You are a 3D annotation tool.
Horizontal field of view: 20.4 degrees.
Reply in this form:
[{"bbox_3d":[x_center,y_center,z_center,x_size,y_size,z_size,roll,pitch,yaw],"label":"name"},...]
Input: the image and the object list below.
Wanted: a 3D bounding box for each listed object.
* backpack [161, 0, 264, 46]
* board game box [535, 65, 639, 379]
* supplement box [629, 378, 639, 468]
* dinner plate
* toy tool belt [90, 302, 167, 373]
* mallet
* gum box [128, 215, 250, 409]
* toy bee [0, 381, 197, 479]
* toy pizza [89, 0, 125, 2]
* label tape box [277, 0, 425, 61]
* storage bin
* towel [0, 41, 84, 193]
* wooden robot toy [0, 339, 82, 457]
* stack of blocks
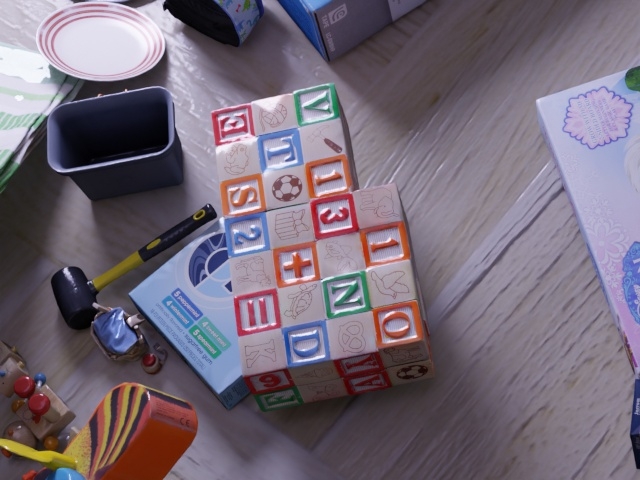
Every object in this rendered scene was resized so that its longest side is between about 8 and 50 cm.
[{"bbox_3d":[-0.114,-0.273,1.921,0.114,0.105,0.084,35,76,22],"label":"backpack"},{"bbox_3d":[0.403,-0.045,1.692,0.318,0.066,0.319,-19,59,4],"label":"board game box"},{"bbox_3d":[0.323,0.167,1.587,0.083,0.083,0.056,3,62,16],"label":"supplement box"},{"bbox_3d":[-0.241,-0.215,1.949,0.141,0.017,0.141,5,45,-5],"label":"dinner plate"},{"bbox_3d":[-0.194,0.097,1.771,0.052,0.051,0.083,-44,61,-11],"label":"toy tool belt"},{"bbox_3d":[-0.192,0.013,1.811,0.189,0.039,0.062,-38,56,1],"label":"mallet"},{"bbox_3d":[-0.073,0.052,1.771,0.184,0.041,0.157,-39,60,-10],"label":"gum box"},{"bbox_3d":[-0.233,0.234,1.647,0.298,0.195,0.162,-40,35,3],"label":"toy bee"},{"bbox_3d":[-0.228,-0.360,2.038,0.201,0.032,0.201,-6,61,11],"label":"toy pizza"},{"bbox_3d":[0.075,-0.380,1.932,0.333,0.106,0.241,-33,60,-6],"label":"label tape box"},{"bbox_3d":[-0.207,-0.099,1.857,0.135,0.091,0.098,-10,60,8],"label":"storage bin"},{"bbox_3d":[-0.407,-0.131,1.848,0.247,0.038,0.325,14,36,7],"label":"towel"},{"bbox_3d":[-0.293,0.174,1.747,0.079,0.076,0.173,-47,61,-1],"label":"wooden robot toy"},{"bbox_3d":[0.000,0.000,1.707,0.171,0.087,0.297,-12,60,5],"label":"stack of blocks"}]
